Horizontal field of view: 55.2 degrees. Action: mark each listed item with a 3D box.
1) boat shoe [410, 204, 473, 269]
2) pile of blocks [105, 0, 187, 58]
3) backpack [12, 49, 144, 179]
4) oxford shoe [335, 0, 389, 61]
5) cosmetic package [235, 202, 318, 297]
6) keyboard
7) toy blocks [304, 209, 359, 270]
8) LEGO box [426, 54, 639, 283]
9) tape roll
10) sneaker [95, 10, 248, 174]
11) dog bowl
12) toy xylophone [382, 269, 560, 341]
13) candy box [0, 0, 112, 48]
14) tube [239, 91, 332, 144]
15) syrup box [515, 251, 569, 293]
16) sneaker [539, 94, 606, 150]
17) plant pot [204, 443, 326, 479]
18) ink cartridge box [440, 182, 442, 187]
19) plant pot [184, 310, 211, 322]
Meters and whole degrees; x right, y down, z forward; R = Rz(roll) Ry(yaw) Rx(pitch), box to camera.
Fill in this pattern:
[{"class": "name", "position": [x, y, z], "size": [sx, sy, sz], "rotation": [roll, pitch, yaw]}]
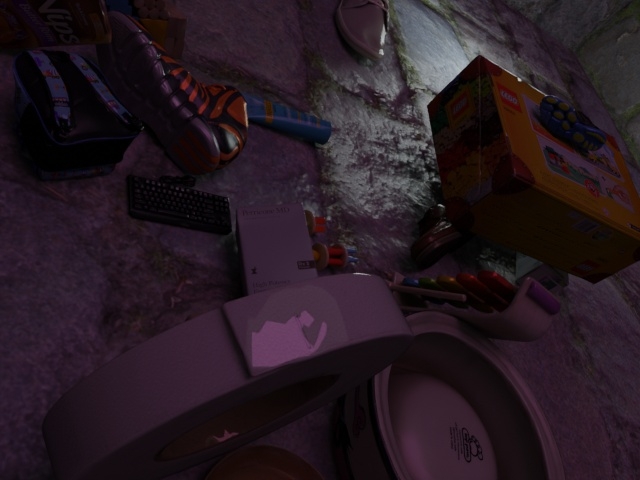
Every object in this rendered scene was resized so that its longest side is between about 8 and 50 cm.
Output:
[{"class": "boat shoe", "position": [0.262, -0.019, 1.378], "size": [0.104, 0.111, 0.307], "rotation": [51, 29, 13]}, {"class": "pile of blocks", "position": [-0.368, -0.471, 1.088], "size": [0.113, 0.149, 0.362], "rotation": [47, -10, 34]}, {"class": "backpack", "position": [-0.376, -0.192, 0.904], "size": [0.158, 0.117, 0.173], "rotation": [-21, 74, -50]}, {"class": "oxford shoe", "position": [0.142, -0.697, 1.829], "size": [0.169, 0.130, 0.450], "rotation": [29, 43, -24]}, {"class": "cosmetic package", "position": [-0.068, 0.055, 0.976], "size": [0.117, 0.086, 0.231], "rotation": [-6, 58, -12]}, {"class": "keyboard", "position": [-0.231, -0.071, 1.014], "size": [0.180, 0.023, 0.108], "rotation": [13, 49, -37]}, {"class": "toy blocks", "position": [0.000, 0.000, 1.143], "size": [0.148, 0.054, 0.123], "rotation": [1, 57, -43]}, {"class": "LEGO box", "position": [0.522, -0.157, 1.458], "size": [0.499, 0.193, 0.373], "rotation": [20, 49, -27]}, {"class": "tape roll", "position": [-0.086, 0.159, 0.652], "size": [0.391, 0.392, 0.072], "rotation": [-4, 60, -45]}, {"class": "sneaker", "position": [-0.255, -0.270, 1.104], "size": [0.321, 0.124, 0.180], "rotation": [56, 33, -7]}, {"class": "dog bowl", "position": [0.194, 0.324, 0.968], "size": [0.407, 0.150, 0.408], "rotation": [26, 42, -26]}, {"class": "toy xylophone", "position": [0.249, 0.106, 1.101], "size": [0.236, 0.322, 0.081], "rotation": [36, 67, -43]}, {"class": "candy box", "position": [-0.428, -0.357, 0.942], "size": [0.186, 0.109, 0.053], "rotation": [-7, 56, -9]}, {"class": "tube", "position": [-0.076, -0.259, 1.310], "size": [0.207, 0.052, 0.080], "rotation": [14, 39, -27]}, {"class": "syrup box", "position": [0.589, 0.041, 1.631], "size": [0.096, 0.093, 0.237], "rotation": [38, 39, -13]}, {"class": "sneaker", "position": [0.566, -0.268, 1.394], "size": [0.188, 0.067, 0.078], "rotation": [27, 26, -20]}, {"class": "plant pot", "position": [-0.064, 0.380, 0.771], "size": [0.236, 0.032, 0.236], "rotation": [25, 43, -27]}, {"class": "ink cartridge box", "position": [0.430, -0.157, 1.623], "size": [0.176, 0.128, 0.127], "rotation": [40, 41, -11]}, {"class": "plant pot", "position": [-0.145, 0.156, 0.838], "size": [0.109, 0.109, 0.096], "rotation": [-4, 48, -45]}]
